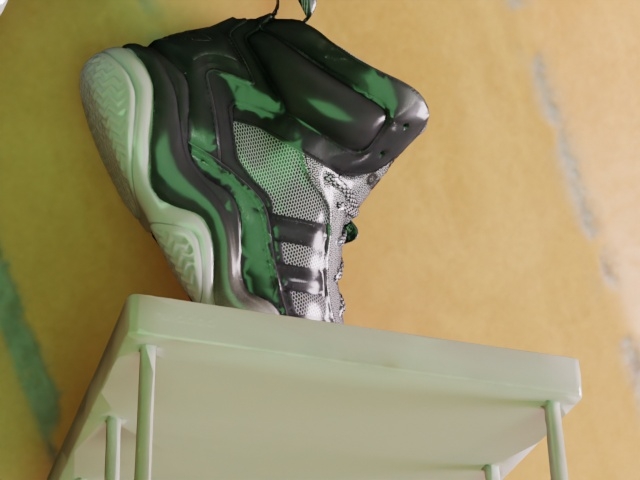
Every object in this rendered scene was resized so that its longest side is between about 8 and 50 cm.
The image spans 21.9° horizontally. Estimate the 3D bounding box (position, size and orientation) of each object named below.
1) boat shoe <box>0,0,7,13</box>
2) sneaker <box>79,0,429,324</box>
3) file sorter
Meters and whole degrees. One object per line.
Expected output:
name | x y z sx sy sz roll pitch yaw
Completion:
boat shoe | -0.177 -0.199 0.762 0.076 0.083 0.226 19 64 -38
sneaker | 0.000 0.000 0.834 0.153 0.101 0.268 -29 100 -11
file sorter | -0.023 0.176 0.726 0.193 0.277 0.173 9 55 -16
